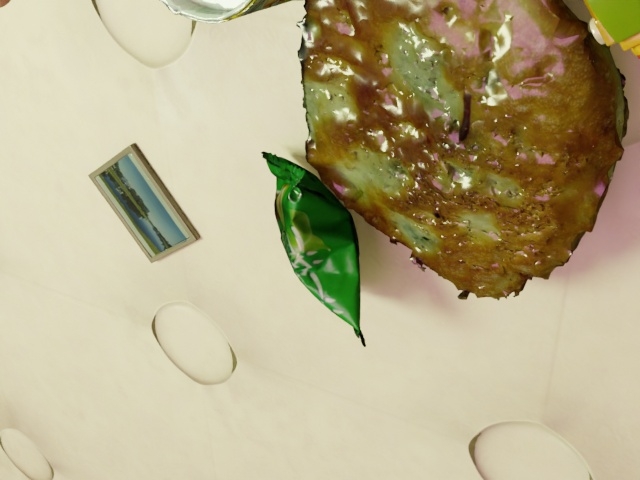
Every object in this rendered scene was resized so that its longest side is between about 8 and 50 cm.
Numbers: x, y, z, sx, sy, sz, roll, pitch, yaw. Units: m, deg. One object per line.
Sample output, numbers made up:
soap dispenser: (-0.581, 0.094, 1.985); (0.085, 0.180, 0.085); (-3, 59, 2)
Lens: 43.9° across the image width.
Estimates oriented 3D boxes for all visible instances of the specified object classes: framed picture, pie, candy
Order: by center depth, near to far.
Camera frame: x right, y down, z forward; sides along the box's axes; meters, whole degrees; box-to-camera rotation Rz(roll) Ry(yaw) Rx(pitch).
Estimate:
pie: (0.117, -0.103, 0.694); (0.288, 0.103, 0.354); (22, 140, 24)
candy: (0.004, -0.001, 0.851); (0.078, 0.141, 0.203); (-19, 114, 11)
framed picture: (-0.235, -0.046, 1.053); (0.109, 0.011, 0.149); (-24, 104, 42)

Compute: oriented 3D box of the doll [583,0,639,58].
doll: (0.212, -0.208, 0.539); (0.106, 0.186, 0.134); (-22, 134, 40)

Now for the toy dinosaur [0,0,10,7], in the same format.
toy dinosaur: (-0.295, -0.323, 0.775); (0.152, 0.194, 0.177); (112, 138, -60)

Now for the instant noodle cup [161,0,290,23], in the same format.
instant noodle cup: (-0.071, -0.289, 0.684); (0.205, 0.153, 0.205); (17, 126, 24)
